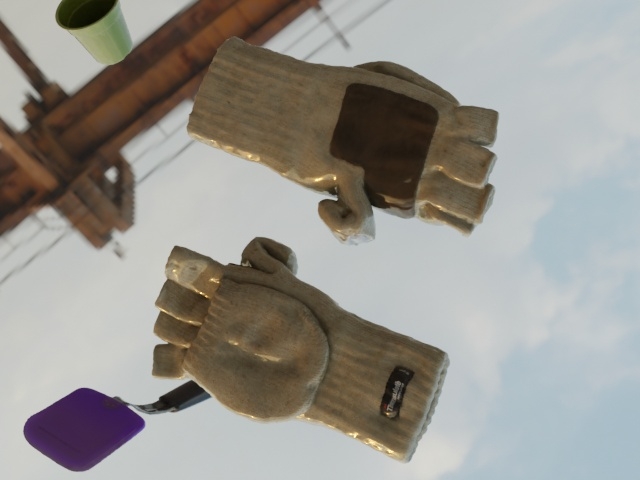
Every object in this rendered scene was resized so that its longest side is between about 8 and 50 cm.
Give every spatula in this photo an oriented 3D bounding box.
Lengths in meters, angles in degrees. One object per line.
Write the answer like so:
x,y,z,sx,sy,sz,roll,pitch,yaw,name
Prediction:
-0.156,0.151,1.141,0.084,0.296,0.030,25,-73,25,spatula

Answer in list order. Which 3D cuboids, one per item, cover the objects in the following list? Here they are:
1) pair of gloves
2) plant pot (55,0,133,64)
0.000,0.000,0.773,0.204,0.042,0.240,13,-92,17,pair of gloves
-0.267,-0.257,1.481,0.083,0.079,0.083,-11,-130,13,plant pot
